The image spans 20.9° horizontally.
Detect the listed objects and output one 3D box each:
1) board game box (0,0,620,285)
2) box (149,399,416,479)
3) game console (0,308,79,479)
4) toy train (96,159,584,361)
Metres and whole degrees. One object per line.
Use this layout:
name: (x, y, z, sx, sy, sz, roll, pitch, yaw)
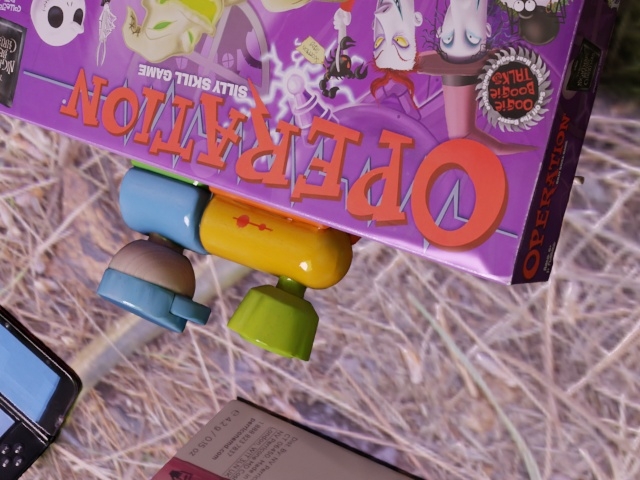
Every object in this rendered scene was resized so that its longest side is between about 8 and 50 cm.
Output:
board game box: (-0.024, -0.126, 0.842, 0.347, 0.056, 0.208, 18, 105, 30)
box: (0.003, 0.230, 1.125, 0.232, 0.127, 0.148, 21, 134, 28)
game console: (-0.270, 0.113, 1.307, 0.144, 0.124, 0.085, 41, 167, 8)
toy train: (0.000, 0.000, 0.904, 0.248, 0.143, 0.105, 18, 175, 30)
